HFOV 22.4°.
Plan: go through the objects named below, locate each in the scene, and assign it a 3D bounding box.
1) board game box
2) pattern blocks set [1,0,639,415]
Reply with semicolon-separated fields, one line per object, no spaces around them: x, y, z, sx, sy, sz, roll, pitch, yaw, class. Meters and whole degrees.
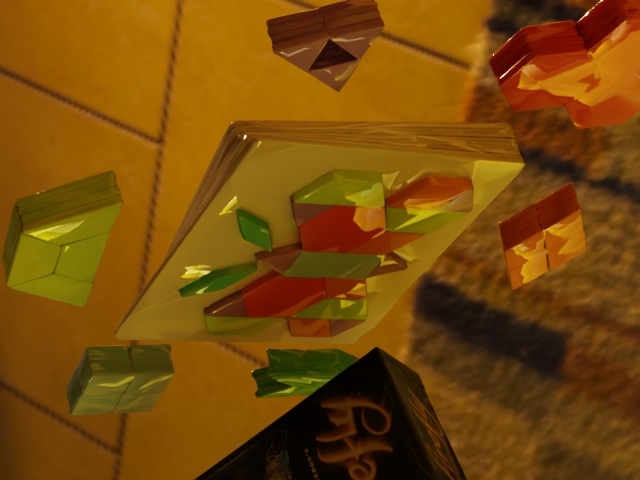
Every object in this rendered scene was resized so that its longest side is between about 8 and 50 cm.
0.012;0.189;0.721;0.165;0.042;0.243;-38;48;15;board game box
0.000;0.000;0.738;0.325;0.286;0.026;111;150;-57;pattern blocks set
